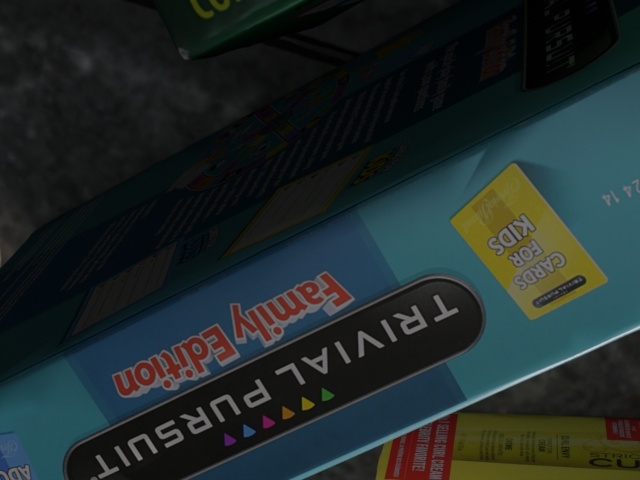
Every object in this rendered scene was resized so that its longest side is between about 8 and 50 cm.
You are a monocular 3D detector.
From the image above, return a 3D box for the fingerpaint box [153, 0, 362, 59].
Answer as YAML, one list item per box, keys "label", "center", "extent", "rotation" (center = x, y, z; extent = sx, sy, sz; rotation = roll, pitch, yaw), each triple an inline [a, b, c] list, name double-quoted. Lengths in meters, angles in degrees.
- label: "fingerpaint box"
  center: [0.083, -0.317, 0.409]
  extent: [0.445, 0.163, 0.371]
  rotation: [-24, 95, 20]

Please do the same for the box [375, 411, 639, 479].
- label: "box"
  center: [0.145, 0.124, 0.677]
  extent: [0.232, 0.087, 0.058]
  rotation: [1, 108, 10]

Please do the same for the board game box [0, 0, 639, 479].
- label: "board game box"
  center: [0.000, 0.000, 0.561]
  extent: [0.336, 0.254, 0.079]
  rotation: [-26, 105, 17]
